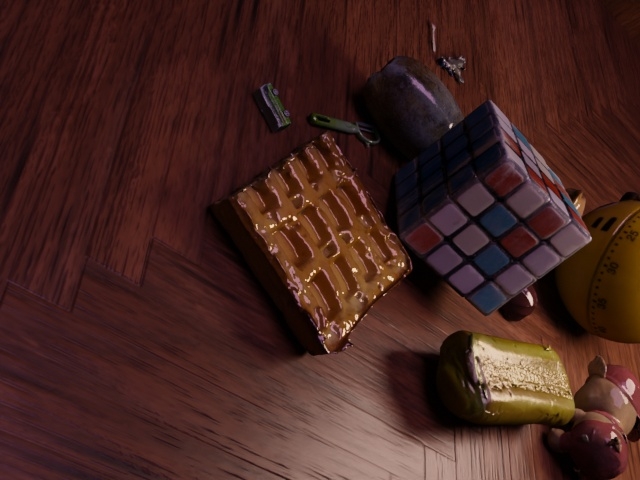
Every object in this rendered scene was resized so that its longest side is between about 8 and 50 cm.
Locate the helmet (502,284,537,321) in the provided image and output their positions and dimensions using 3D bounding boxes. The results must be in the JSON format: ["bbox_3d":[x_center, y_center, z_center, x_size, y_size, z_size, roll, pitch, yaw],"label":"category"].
[{"bbox_3d":[0.418,0.109,1.816,0.098,0.070,0.123,-23,86,-54],"label":"helmet"}]

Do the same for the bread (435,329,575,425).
[{"bbox_3d":[0.341,0.265,1.575,0.384,0.112,0.166,14,58,-47],"label":"bread"}]

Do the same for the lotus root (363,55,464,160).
[{"bbox_3d":[0.222,-0.234,1.741,0.322,0.140,0.158,47,67,-19],"label":"lotus root"}]

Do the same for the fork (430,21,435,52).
[{"bbox_3d":[0.285,-0.519,2.142,0.016,0.012,0.115,24,49,-30],"label":"fork"}]

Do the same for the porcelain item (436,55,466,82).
[{"bbox_3d":[0.343,-0.431,2.143,0.136,0.021,0.075,-20,82,-54],"label":"porcelain item"}]

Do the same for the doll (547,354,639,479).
[{"bbox_3d":[0.581,0.378,1.759,0.256,0.152,0.196,-52,141,-37],"label":"doll"}]

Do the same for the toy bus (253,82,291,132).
[{"bbox_3d":[-0.085,-0.231,1.476,0.037,0.031,0.083,-25,86,-45],"label":"toy bus"}]

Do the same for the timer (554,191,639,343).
[{"bbox_3d":[0.695,0.054,2.005,0.376,0.376,0.387,15,12,-45],"label":"timer"}]

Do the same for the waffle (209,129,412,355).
[{"bbox_3d":[0.001,0.000,1.380,0.304,0.077,0.348,58,35,-5],"label":"waffle"}]

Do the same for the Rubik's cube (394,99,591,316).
[{"bbox_3d":[0.314,-0.063,1.609,0.253,0.259,0.256,43,24,-22],"label":"Rubik's cube"}]

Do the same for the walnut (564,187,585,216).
[{"bbox_3d":[0.463,-0.083,1.921,0.204,0.141,0.238,-13,36,-16],"label":"walnut"}]

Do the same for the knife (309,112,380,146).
[{"bbox_3d":[0.051,-0.213,1.640,0.212,0.015,0.054,6,63,-50],"label":"knife"}]
